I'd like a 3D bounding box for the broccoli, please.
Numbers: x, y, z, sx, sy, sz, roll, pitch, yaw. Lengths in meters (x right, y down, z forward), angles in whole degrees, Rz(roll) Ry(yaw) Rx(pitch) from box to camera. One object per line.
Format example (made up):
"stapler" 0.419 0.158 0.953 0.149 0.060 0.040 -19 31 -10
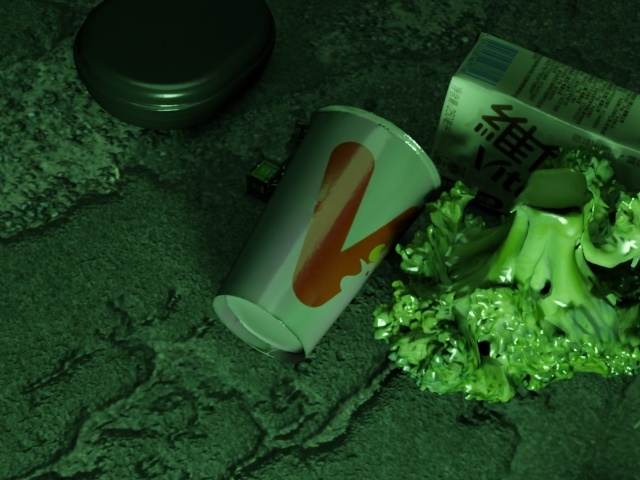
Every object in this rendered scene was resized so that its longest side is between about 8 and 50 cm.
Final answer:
"broccoli" 0.259 0.039 1.714 0.338 0.317 0.277 17 40 -29

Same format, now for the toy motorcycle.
"toy motorcycle" -0.016 -0.113 1.930 0.100 0.058 0.173 27 54 21

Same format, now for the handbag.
"handbag" -0.209 -0.280 2.018 0.253 0.093 0.308 32 54 19

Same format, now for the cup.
"cup" 0.000 0.000 1.750 0.203 0.203 0.288 28 65 15

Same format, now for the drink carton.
"drink carton" 0.314 -0.122 1.889 0.324 0.194 0.132 23 47 12
